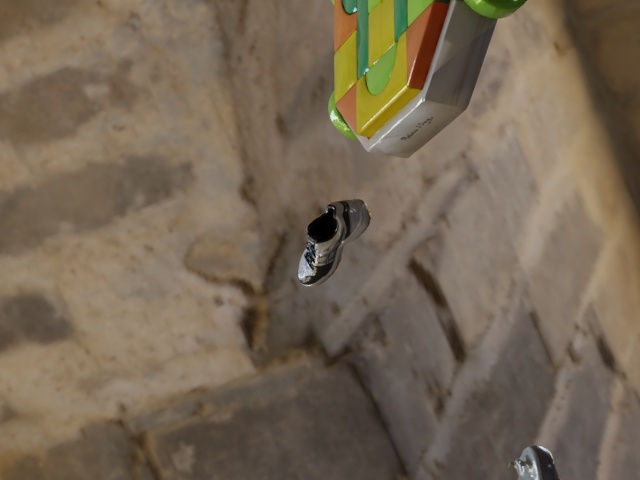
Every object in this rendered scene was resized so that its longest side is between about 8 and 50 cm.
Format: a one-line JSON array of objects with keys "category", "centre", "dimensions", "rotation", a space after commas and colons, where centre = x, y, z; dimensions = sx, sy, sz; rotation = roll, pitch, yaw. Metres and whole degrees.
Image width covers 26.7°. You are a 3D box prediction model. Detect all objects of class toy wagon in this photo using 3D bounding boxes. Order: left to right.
[{"category": "toy wagon", "centre": [0.075, -0.246, 1.115], "dimensions": [0.068, 0.344, 0.267], "rotation": [7, -20, -21]}]

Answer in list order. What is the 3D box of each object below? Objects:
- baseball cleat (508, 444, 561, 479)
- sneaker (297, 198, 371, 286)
[{"category": "baseball cleat", "centre": [0.254, 0.281, 1.398], "dimensions": [0.109, 0.206, 0.072], "rotation": [-11, 40, -4]}, {"category": "sneaker", "centre": [0.000, 0.000, 0.968], "dimensions": [0.037, 0.032, 0.083], "rotation": [1, -46, -42]}]
